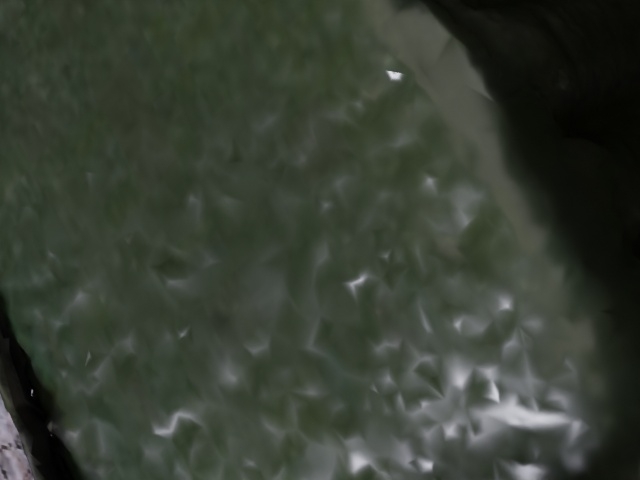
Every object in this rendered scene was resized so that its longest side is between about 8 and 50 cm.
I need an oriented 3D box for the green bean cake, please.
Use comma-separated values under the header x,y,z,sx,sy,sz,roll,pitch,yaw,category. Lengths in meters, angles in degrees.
x,y,z,sx,sy,sz,roll,pitch,yaw,category
0.000,0.000,0.445,0.223,0.125,0.227,-30,82,38,green bean cake
